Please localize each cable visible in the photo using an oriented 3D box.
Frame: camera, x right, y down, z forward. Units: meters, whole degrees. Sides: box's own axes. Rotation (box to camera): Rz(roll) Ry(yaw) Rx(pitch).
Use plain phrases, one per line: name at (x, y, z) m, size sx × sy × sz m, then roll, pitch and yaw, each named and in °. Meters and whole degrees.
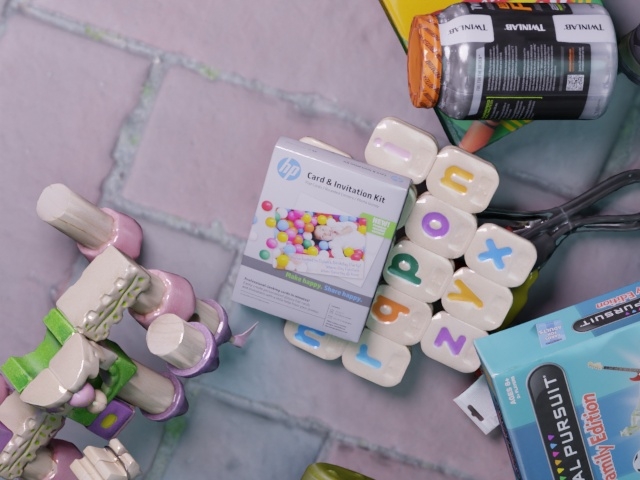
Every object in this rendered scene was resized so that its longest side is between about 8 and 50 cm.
cable at (0.239, -0.011, 1.895) m, size 0.287 × 0.072 × 0.139 m, roll -34°, pitch 91°, yaw -10°

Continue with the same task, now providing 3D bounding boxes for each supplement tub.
supplement tub at (0.185, -0.175, 1.705) m, size 0.190 × 0.117 × 0.117 m, roll 0°, pitch 107°, yaw -8°

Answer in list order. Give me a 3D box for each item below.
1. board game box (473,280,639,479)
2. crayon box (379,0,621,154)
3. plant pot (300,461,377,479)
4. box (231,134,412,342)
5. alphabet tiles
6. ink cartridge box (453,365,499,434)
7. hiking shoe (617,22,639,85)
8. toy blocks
board game box at (0.360, 0.169, 1.867) m, size 0.336 × 0.079 × 0.254 m, roll -20°, pitch 119°, yaw -2°
crayon box at (0.158, -0.271, 1.777) m, size 0.202 × 0.081 × 0.318 m, roll -29°, pitch 108°, yaw 2°
plant pot at (0.021, 0.440, 1.857) m, size 0.366 × 0.366 × 0.353 m, roll 25°, pitch 90°, yaw -14°
box at (0.000, 0.000, 1.814) m, size 0.145 × 0.038 × 0.186 m, roll 19°, pitch 113°, yaw 3°
alphabet tiles at (0.073, 0.016, 1.838) m, size 0.278 × 0.021 × 0.284 m, roll 25°, pitch 115°, yaw 0°
ink cartridge box at (0.207, 0.156, 1.939) m, size 0.115 × 0.029 × 0.063 m, roll -41°, pitch 108°, yaw 6°
hiking shoe at (0.393, -0.248, 1.762) m, size 0.086 × 0.114 × 0.227 m, roll 40°, pitch 64°, yaw -4°
toy blocks at (-0.207, 0.159, 1.764) m, size 0.288 × 0.309 × 0.260 m, roll -49°, pitch 144°, yaw 1°
